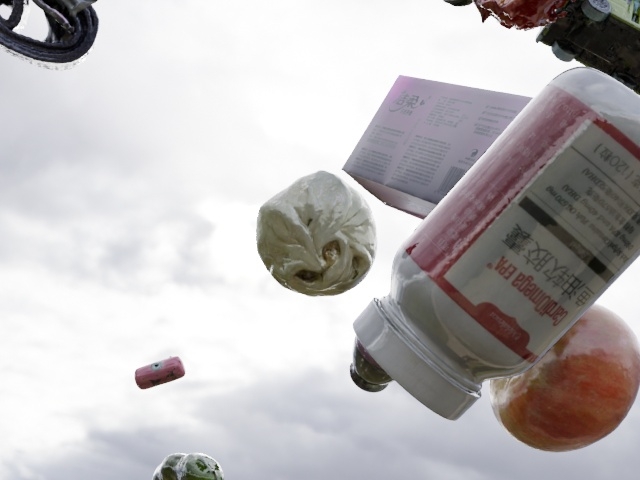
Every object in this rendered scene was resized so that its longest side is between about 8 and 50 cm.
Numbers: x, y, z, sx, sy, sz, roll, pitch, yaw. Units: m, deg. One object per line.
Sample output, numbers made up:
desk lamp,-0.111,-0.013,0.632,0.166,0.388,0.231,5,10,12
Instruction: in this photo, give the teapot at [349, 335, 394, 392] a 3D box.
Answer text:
teapot,0.118,0.206,1.679,0.148,0.116,0.146,-22,-29,-34

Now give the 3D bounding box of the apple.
apple,0.322,0.175,1.219,0.164,0.209,0.209,21,-29,-14

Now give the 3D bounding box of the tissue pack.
tissue pack,0.153,-0.095,1.047,0.092,0.148,0.246,34,-4,-35

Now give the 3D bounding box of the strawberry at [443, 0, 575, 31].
strawberry,0.269,-0.312,0.996,0.106,0.188,0.286,31,-29,-33

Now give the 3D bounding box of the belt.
belt,-0.362,-0.302,1.091,0.230,0.139,0.126,42,-7,-14

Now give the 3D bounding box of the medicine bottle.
medicine bottle,0.144,0.004,0.666,0.131,0.250,0.131,41,8,-7

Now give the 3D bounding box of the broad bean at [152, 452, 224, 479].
broad bean,-0.152,0.267,1.005,0.039,0.069,0.227,-7,-25,-28

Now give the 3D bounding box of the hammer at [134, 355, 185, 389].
hammer,-0.261,0.214,1.502,0.083,0.043,0.043,-17,-28,-6

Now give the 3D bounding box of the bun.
bun,0.000,0.000,1.585,0.231,0.231,0.133,21,6,-19

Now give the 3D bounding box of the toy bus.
toy bus,0.356,-0.246,1.100,0.175,0.101,0.088,27,-42,-4
